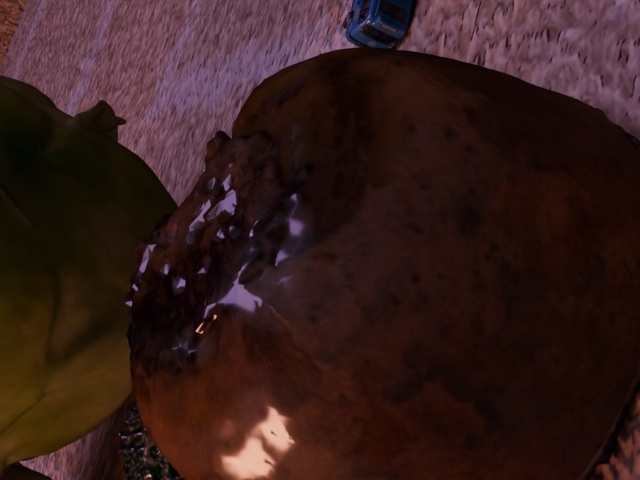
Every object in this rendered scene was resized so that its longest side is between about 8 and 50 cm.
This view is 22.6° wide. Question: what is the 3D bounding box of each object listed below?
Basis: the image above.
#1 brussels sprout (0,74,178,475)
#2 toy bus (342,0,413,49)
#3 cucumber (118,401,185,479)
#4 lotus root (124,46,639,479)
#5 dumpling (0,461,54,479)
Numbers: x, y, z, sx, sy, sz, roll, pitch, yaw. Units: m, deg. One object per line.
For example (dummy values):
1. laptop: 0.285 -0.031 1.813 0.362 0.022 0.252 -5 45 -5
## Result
1. brussels sprout: -0.319 0.030 1.317 0.361 0.425 0.342 121 126 -75
2. toy bus: 0.049 -0.184 1.198 0.046 0.038 0.083 -22 50 58
3. cucumber: -0.022 0.108 1.008 0.359 0.096 0.096 -27 45 58
4. lotus root: 0.016 0.015 0.785 0.272 0.192 0.272 -26 53 40
5. dumpling: -0.276 0.285 1.405 0.162 0.132 0.250 -55 38 10
